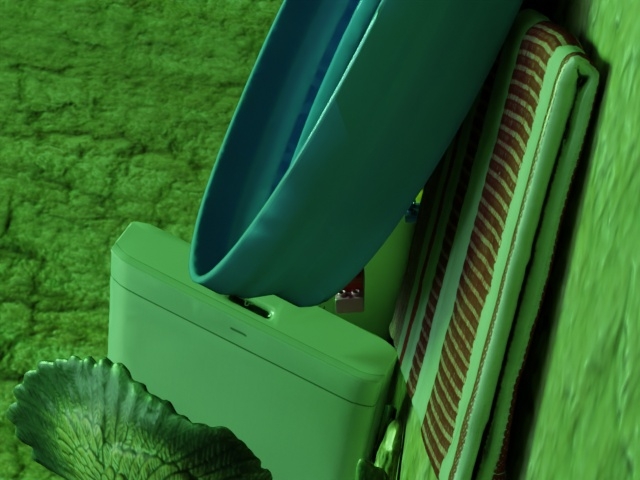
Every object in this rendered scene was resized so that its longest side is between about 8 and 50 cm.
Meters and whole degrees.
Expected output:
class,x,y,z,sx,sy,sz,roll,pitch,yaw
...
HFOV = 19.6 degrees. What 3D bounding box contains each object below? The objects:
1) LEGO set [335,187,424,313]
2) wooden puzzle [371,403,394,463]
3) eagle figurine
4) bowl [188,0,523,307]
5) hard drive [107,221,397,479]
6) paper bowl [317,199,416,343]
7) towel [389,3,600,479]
class,x,y,z,sx,sy,sz,roll,pitch,yaw
LEGO set,0.054,-0.050,1.319,0.227,0.087,0.093,-86,-9,-60
wooden puzzle,0.051,0.156,1.485,0.083,0.006,0.049,140,140,-86
eagle figurine,-0.100,0.225,1.324,0.226,0.298,0.225,-86,7,-60
bowl,0.037,-0.136,1.138,0.391,0.077,0.391,-60,11,21
hard drive,-0.070,0.151,1.529,0.047,0.233,0.353,-56,-14,-35
paper bowl,0.000,0.000,1.606,0.284,0.148,0.284,-170,90,-87
towel,0.094,-0.012,1.028,0.329,0.037,0.237,-101,23,-77
